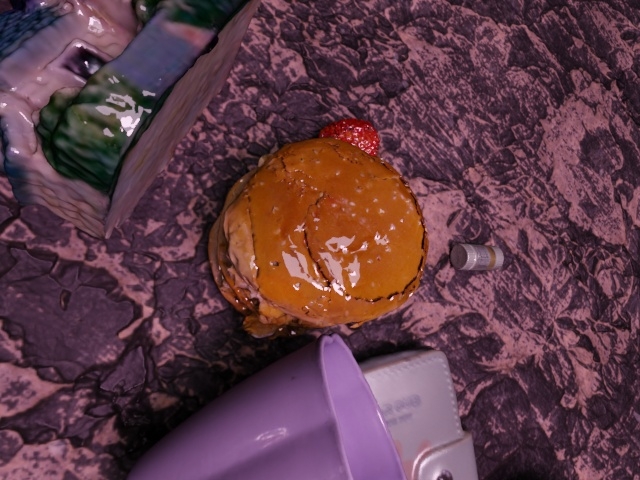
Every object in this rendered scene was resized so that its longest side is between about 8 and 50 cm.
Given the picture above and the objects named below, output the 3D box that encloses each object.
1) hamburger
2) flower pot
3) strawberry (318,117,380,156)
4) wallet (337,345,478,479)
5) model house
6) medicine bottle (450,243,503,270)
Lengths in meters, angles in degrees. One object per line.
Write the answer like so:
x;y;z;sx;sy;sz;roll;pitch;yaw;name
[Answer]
-0.003;-0.005;0.517;0.260;0.211;0.245;2;76;-20;hamburger
-0.047;0.255;0.419;0.243;0.265;0.265;-24;93;9;flower pot
0.043;-0.147;0.629;0.096;0.083;0.083;12;76;7;strawberry
0.112;0.340;0.583;0.252;0.083;0.361;-9;86;-20;wallet
-0.253;-0.200;0.414;0.284;0.243;0.299;30;59;-13;model house
0.273;0.030;0.719;0.083;0.047;0.047;2;81;-24;medicine bottle
